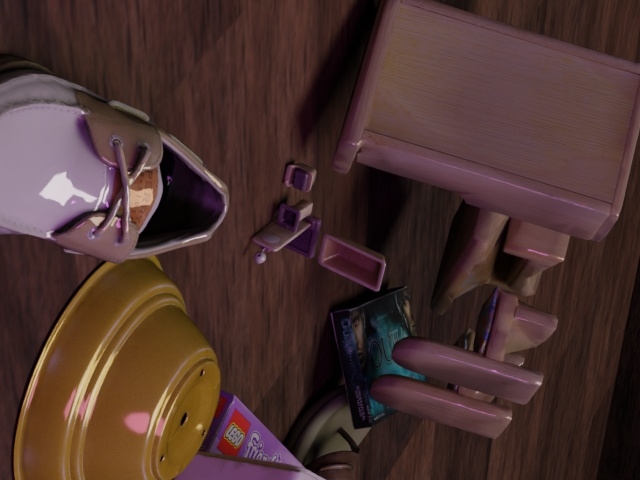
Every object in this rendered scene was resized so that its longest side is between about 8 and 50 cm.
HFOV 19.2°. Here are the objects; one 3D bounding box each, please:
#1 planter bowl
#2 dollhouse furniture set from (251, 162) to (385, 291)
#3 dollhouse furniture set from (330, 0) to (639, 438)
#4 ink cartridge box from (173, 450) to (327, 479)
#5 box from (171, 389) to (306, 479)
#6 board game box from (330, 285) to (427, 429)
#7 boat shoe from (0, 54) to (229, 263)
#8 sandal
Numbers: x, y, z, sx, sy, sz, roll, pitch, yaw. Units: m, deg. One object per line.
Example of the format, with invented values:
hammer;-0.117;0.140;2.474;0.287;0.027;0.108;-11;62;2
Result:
planter bowl;-0.137;0.122;1.442;0.217;0.090;0.217;-54;156;-38
dollhouse furniture set;0.000;0.000;1.666;0.081;0.114;0.091;-35;144;-53
dollhouse furniture set;0.133;-0.054;1.852;0.394;0.256;0.362;112;-5;-68
ink cartridge box;-0.062;0.333;1.575;0.201;0.117;0.278;42;60;-61
box;-0.090;0.274;1.718;0.201;0.057;0.293;-64;151;-17
board game box;0.065;0.122;2.026;0.186;0.026;0.126;-18;97;-68
boat shoe;-0.149;-0.046;1.204;0.302;0.103;0.113;-4;114;-70
sandal;-0.011;0.268;1.961;0.303;0.086;0.120;-51;155;-43
